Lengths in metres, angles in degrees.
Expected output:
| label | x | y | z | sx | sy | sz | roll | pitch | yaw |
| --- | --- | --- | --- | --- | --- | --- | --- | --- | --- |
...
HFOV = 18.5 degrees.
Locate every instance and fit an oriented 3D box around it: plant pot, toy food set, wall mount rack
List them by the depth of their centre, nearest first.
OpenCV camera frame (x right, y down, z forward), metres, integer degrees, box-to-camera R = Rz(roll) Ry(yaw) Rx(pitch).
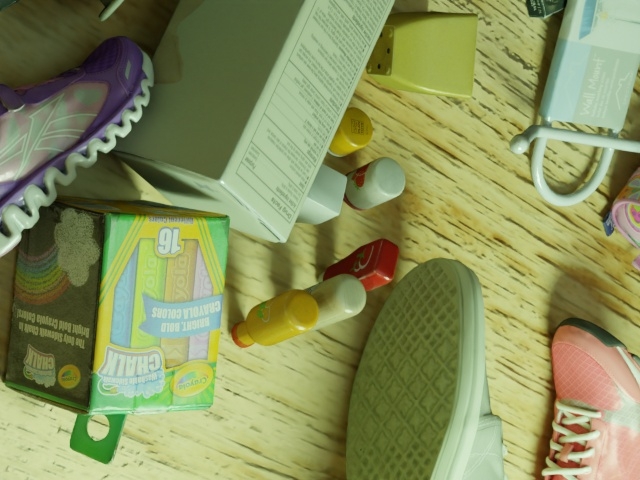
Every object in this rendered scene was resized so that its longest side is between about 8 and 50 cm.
| label | x | y | z | sx | sy | sz | roll | pitch | yaw |
| --- | --- | --- | --- | --- | --- | --- | --- | --- | --- |
| toy food set | 0.000 | 0.000 | 1.811 | 0.111 | 0.104 | 0.232 | 26 | 62 | -27 |
| plant pot | 0.090 | -0.177 | 1.851 | 0.083 | 0.081 | 0.081 | 0 | 97 | -30 |
| wall mount rack | 0.284 | -0.193 | 1.956 | 0.304 | 0.130 | 0.350 | 4 | 103 | -40 |

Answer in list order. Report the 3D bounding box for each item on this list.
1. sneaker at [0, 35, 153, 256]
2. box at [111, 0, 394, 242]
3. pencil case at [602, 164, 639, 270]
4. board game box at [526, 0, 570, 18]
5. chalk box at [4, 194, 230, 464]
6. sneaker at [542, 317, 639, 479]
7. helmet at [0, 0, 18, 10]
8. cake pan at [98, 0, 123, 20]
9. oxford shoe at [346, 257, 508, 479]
| label | x | y | z | sx | sy | sz | roll | pitch | yaw |
| --- | --- | --- | --- | --- | --- | --- | --- | --- | --- |
| sneaker | -0.233 | -0.093 | 1.578 | 0.236 | 0.095 | 0.104 | -49 | 117 | -23 |
| box | -0.042 | -0.172 | 1.682 | 0.311 | 0.121 | 0.148 | -65 | 151 | -13 |
| pencil case | 0.432 | -0.089 | 2.140 | 0.284 | 0.124 | 0.124 | -50 | 125 | -23 |
| board game box | 0.273 | -0.317 | 2.020 | 0.186 | 0.026 | 0.126 | -28 | 114 | -35 |
| chalk box | -0.170 | 0.075 | 1.630 | 0.132 | 0.132 | 0.213 | 1 | 98 | -41 |
| sneaker | 0.288 | 0.236 | 2.067 | 0.136 | 0.116 | 0.314 | -29 | 115 | -33 |
| helmet | -0.259 | -0.258 | 1.488 | 0.161 | 0.169 | 0.169 | -47 | 126 | -5 |
| cake pan | -0.098 | -0.301 | 1.552 | 0.054 | 0.293 | 0.293 | 40 | 69 | -10 |
| oxford shoe | 0.115 | 0.242 | 1.851 | 0.130 | 0.169 | 0.449 | 10 | 76 | -35 |
